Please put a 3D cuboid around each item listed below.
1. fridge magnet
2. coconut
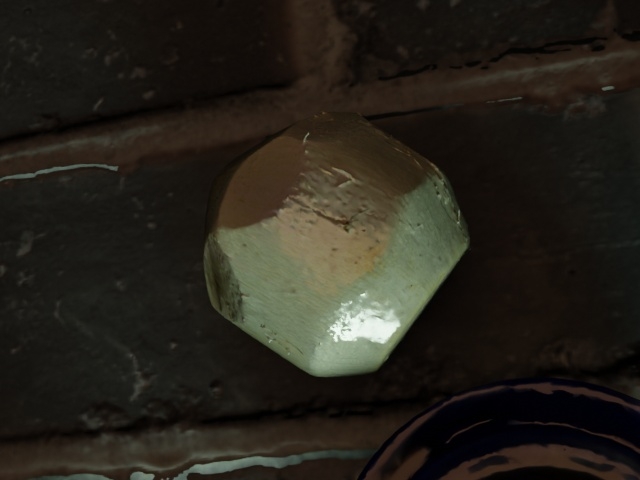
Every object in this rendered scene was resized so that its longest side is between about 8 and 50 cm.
[{"bbox_3d":[0.129,0.211,0.443,0.265,0.112,0.265,-4,73,13],"label":"fridge magnet"},{"bbox_3d":[0.002,-0.002,0.507,0.162,0.161,0.161,37,87,10],"label":"coconut"}]
